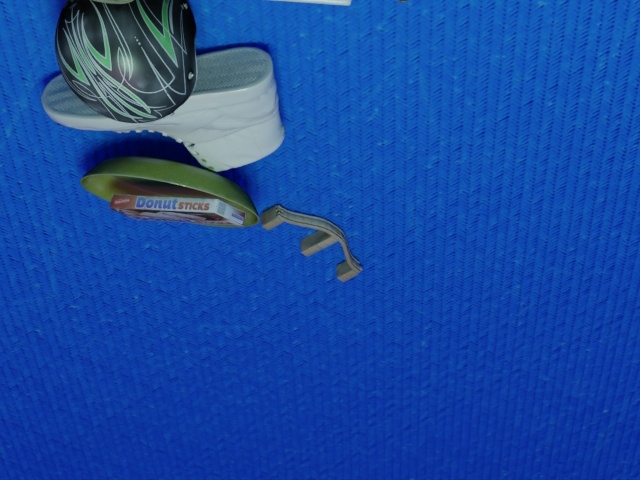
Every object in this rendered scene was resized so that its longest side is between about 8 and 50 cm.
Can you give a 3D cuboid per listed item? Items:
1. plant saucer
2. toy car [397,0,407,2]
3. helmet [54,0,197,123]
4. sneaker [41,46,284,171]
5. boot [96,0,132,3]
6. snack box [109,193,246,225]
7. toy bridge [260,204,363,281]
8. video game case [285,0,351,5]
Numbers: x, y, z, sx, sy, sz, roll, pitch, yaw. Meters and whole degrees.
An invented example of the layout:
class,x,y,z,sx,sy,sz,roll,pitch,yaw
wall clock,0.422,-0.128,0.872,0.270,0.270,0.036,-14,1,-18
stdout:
class,x,y,z,sx,sy,sz,roll,pitch,yaw
plant saucer,-0.194,-0.067,2.050,0.241,0.037,0.241,11,170,2
toy car,0.046,-0.318,1.655,0.155,0.188,0.149,1,143,-1
helmet,-0.224,-0.220,1.803,0.169,0.161,0.169,-2,146,-1
sneaker,-0.191,-0.145,1.954,0.292,0.108,0.169,-4,143,8
boot,-0.304,-0.326,1.659,0.213,0.165,0.077,27,96,-38
snack box,-0.186,-0.040,2.019,0.178,0.022,0.064,3,168,34
toy bridge,0.000,0.000,2.217,0.063,0.026,0.188,-28,135,30
video game case,-0.064,-0.279,1.735,0.183,0.201,0.023,3,99,-5
